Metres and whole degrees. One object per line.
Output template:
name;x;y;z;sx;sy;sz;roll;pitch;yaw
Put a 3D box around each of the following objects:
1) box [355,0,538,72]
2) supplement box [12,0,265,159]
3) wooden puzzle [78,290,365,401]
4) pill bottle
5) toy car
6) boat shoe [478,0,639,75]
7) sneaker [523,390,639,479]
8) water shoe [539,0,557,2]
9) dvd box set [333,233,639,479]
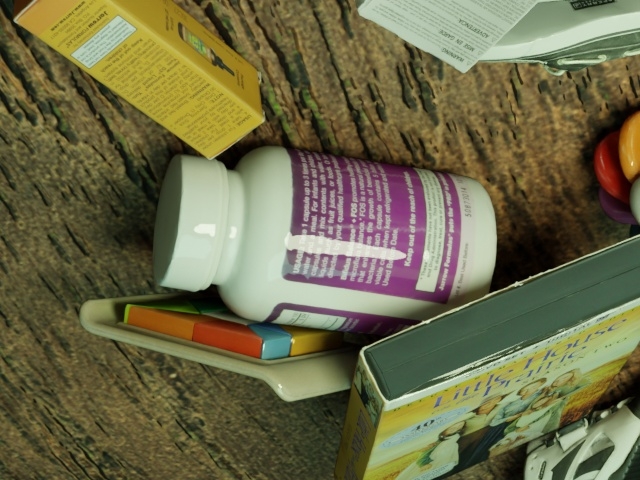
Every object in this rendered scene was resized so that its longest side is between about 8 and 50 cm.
box;0.089;-0.249;1.189;0.114;0.203;0.103;24;128;-31
supplement box;-0.153;-0.167;1.330;0.080;0.078;0.233;-36;128;26
wooden puzzle;-0.078;0.089;1.475;0.221;0.238;0.044;-2;107;-62
pill bottle;0.000;0.000;1.457;0.301;0.169;0.169;8;134;-17
toy car;0.332;-0.053;1.485;0.136;0.159;0.182;12;146;31
boat shoe;0.220;-0.181;1.367;0.219;0.078;0.070;-9;135;-1
sneaker;0.315;0.248;1.794;0.122;0.146;0.330;10;114;-55
water shoe;0.179;-0.246;1.317;0.203;0.073;0.080;-5;109;-2
dvd box set;0.172;0.147;1.545;0.307;0.062;0.420;-21;159;-12
